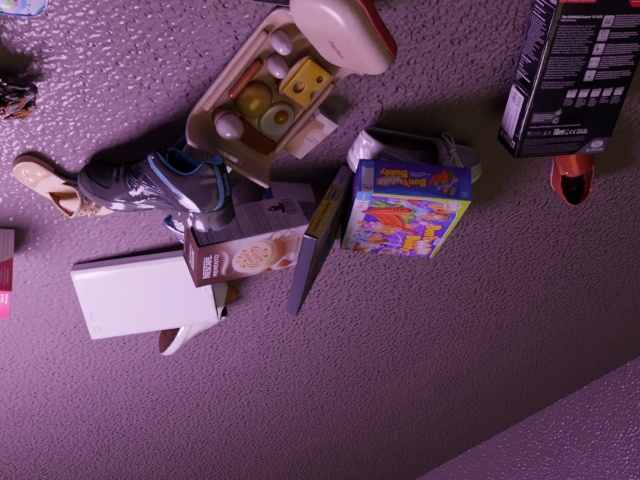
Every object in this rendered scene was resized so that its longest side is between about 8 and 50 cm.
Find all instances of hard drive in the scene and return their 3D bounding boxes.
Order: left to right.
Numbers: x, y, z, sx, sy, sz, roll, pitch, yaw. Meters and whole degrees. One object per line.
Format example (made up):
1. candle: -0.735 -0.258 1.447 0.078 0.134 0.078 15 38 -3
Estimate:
1. hard drive: -0.410 0.127 1.727 0.307 0.040 0.203 -8 122 -4

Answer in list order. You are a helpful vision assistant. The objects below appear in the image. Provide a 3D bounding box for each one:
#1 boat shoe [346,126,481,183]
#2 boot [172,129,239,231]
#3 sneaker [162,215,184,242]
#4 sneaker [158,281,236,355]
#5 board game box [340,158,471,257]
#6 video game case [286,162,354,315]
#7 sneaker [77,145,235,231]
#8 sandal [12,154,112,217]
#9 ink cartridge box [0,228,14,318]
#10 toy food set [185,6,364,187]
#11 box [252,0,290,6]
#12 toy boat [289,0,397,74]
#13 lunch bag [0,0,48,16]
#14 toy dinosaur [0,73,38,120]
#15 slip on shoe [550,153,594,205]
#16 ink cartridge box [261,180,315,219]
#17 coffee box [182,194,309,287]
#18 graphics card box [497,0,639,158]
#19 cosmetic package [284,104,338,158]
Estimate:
1. boat shoe: 0.220 -0.187 1.594 0.320 0.118 0.103 6 141 -17
2. boot: -0.275 -0.134 1.499 0.123 0.095 0.258 20 121 -30
3. sneaker: -0.306 -0.014 1.655 0.135 0.052 0.058 23 131 -40
4. sneaker: -0.314 0.210 1.881 0.123 0.106 0.290 18 129 -34
5. board game box: 0.177 -0.063 1.623 0.233 0.078 0.347 5 159 -3
6. video game case: 0.000 0.000 1.650 0.035 0.248 0.275 22 138 7
7. sneaker: -0.316 -0.124 1.397 0.340 0.125 0.140 11 120 18
8. sandal: -0.512 -0.081 1.467 0.088 0.079 0.240 -34 139 20
9. ink cartridge box: -0.753 0.062 1.476 0.237 0.172 0.100 4 137 -24
10. toy food set: -0.081 -0.258 1.370 0.306 0.092 0.219 -47 135 16
11. box: -0.160 -0.499 1.092 0.321 0.079 0.257 1 137 -22
12. toy boat: 0.054 -0.388 1.208 0.151 0.150 0.231 -66 153 -4
13. lunch bag: -0.471 -0.437 1.035 0.175 0.090 0.219 1 139 -24
14. toy dinosaur: -0.624 -0.258 1.163 0.321 0.164 0.218 -18 165 -35
15. slip on shoe: 0.603 -0.205 1.729 0.122 0.101 0.331 -18 141 4
16. ink cartridge box: -0.091 -0.052 1.681 0.104 0.060 0.180 2 138 -24
17. coffee box: -0.162 0.001 1.558 0.246 0.098 0.141 -13 143 -21
18. graphics card box: 0.518 -0.349 1.474 0.232 0.094 0.371 -6 128 -15
19. cosmetic package: -0.025 -0.227 1.506 0.115 0.041 0.060 -40 138 26
